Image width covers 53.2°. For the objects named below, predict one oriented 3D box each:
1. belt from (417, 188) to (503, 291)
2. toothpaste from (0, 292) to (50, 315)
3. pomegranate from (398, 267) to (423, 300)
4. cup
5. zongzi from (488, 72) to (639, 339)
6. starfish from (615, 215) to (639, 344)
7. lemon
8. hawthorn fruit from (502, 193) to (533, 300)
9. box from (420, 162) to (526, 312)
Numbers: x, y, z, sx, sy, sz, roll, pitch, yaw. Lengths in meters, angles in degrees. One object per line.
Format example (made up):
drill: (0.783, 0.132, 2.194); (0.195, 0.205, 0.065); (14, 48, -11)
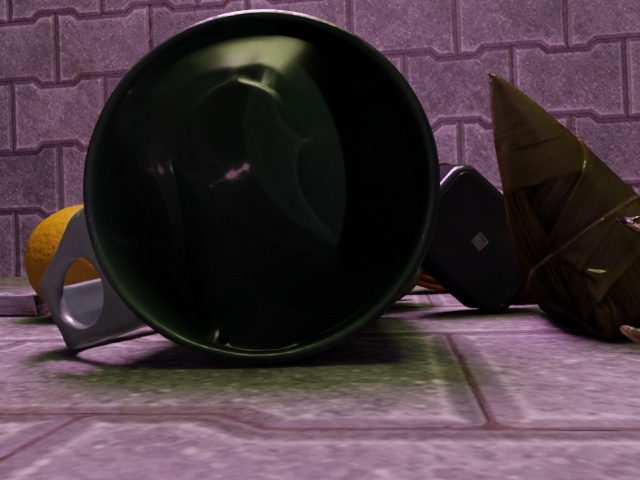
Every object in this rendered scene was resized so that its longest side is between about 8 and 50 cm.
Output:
belt: (0.273, -0.006, 1.292); (0.338, 0.217, 0.122); (0, 0, -5)
toothpaste: (-0.561, 0.111, 1.104); (0.196, 0.040, 0.047); (-2, 4, 13)
pomegranate: (0.055, -0.014, 1.021); (0.214, 0.248, 0.214); (-7, -5, -1)
cup: (-0.087, -0.034, 0.721); (0.400, 0.310, 0.392); (0, -6, 4)
zongzi: (0.260, -0.039, 0.734); (0.145, 0.300, 0.274); (-35, -3, 1)
starfish: (0.371, 0.040, 0.553); (0.238, 0.213, 0.057); (40, -13, 25)
lemon: (-0.363, 0.033, 1.019); (0.244, 0.187, 0.187); (-3, -1, 24)
hawthorn fruit: (0.299, 0.023, 1.051); (0.202, 0.185, 0.185); (-20, 4, -15)
box: (0.210, -0.004, 0.895); (0.201, 0.144, 0.090); (42, -5, -10)
